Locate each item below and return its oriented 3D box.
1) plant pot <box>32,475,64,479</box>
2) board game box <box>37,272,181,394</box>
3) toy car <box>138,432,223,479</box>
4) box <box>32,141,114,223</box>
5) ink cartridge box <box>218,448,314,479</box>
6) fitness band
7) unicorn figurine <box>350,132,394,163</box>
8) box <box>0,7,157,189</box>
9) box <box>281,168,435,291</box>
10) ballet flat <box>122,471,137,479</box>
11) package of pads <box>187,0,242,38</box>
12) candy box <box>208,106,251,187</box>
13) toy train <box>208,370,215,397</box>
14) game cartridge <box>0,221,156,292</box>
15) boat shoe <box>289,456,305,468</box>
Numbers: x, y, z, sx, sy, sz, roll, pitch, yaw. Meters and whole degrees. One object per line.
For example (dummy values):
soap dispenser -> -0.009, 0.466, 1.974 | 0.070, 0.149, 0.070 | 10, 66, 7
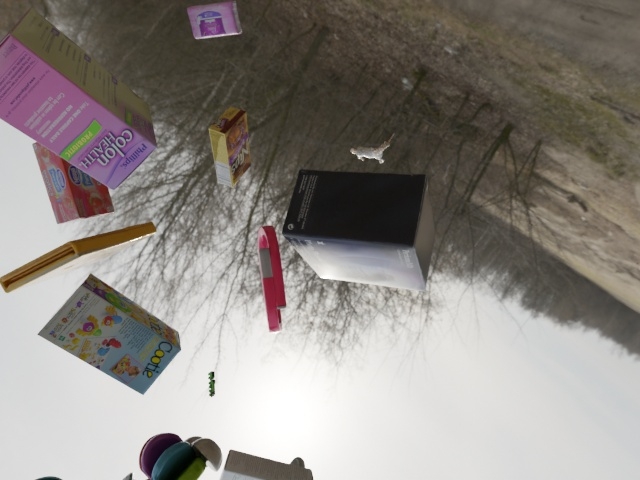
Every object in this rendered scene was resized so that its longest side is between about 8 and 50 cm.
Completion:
plant pot -> -0.764, 0.844, 1.129 | 0.290, 0.290, 0.195 | 46, 163, 49
board game box -> -0.506, 0.229, 1.012 | 0.275, 0.144, 0.142 | 42, 171, -21
toy car -> -0.300, 0.451, 0.821 | 0.159, 0.182, 0.136 | -40, -86, -36
box -> -0.757, -0.190, 1.256 | 0.128, 0.256, 0.123 | -8, -172, 29
ink cartridge box -> -0.142, 0.751, 1.221 | 0.330, 0.324, 0.071 | 17, -140, -5
fitness band -> -0.134, 0.104, 1.109 | 0.054, 0.290, 0.209 | -6, 175, -10
unicorn figurine -> 0.175, -0.294, 1.353 | 0.162, 0.060, 0.111 | -6, 172, 17
box -> -0.427, -0.242, 0.706 | 0.243, 0.117, 0.213 | 40, -168, -43
box -> 0.108, -0.017, 0.979 | 0.294, 0.182, 0.296 | 5, 158, 22
ballet flat -> -0.612, 0.772, 1.301 | 0.041, 0.114, 0.041 | 7, -134, -7
package of pads -> -0.178, -0.374, 0.693 | 0.083, 0.050, 0.032 | -1, -147, 11
candy box -> -0.239, -0.248, 1.099 | 0.053, 0.186, 0.109 | 21, -126, 10
toy train -> -0.351, 0.464, 1.322 | 0.017, 0.024, 0.083 | 28, -142, -45
game cartridge -> -0.672, 0.035, 1.171 | 0.052, 0.285, 0.323 | 65, -163, -7
boat shoe -> -0.129, 0.928, 1.548 | 0.079, 0.227, 0.081 | -4, 130, 34
